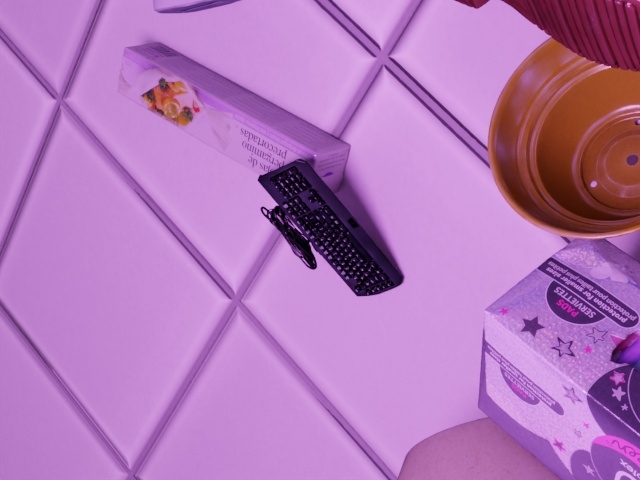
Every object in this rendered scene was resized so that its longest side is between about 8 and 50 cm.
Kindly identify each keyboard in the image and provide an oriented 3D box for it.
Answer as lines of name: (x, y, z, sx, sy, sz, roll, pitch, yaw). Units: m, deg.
keyboard: (0.000, 0.000, 1.226, 0.100, 0.038, 0.192, -21, 117, 43)

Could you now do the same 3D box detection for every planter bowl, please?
planter bowl: (0.265, -0.087, 0.973, 0.217, 0.090, 0.217, -13, 63, 27)

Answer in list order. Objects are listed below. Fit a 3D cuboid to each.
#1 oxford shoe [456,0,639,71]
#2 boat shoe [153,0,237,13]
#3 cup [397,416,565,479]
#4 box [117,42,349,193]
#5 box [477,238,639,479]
oxford shoe: (0.213, -0.253, 0.951, 0.348, 0.123, 0.130, 34, 79, 33)
boat shoe: (-0.091, -0.315, 1.215, 0.302, 0.109, 0.094, 0, 101, 43)
cup: (0.187, 0.306, 1.068, 0.331, 0.331, 0.237, -37, 55, 40)
box: (-0.111, -0.147, 1.309, 0.324, 0.067, 0.063, 31, 122, 28)
box: (0.267, 0.137, 0.931, 0.247, 0.142, 0.163, 39, 154, 32)
